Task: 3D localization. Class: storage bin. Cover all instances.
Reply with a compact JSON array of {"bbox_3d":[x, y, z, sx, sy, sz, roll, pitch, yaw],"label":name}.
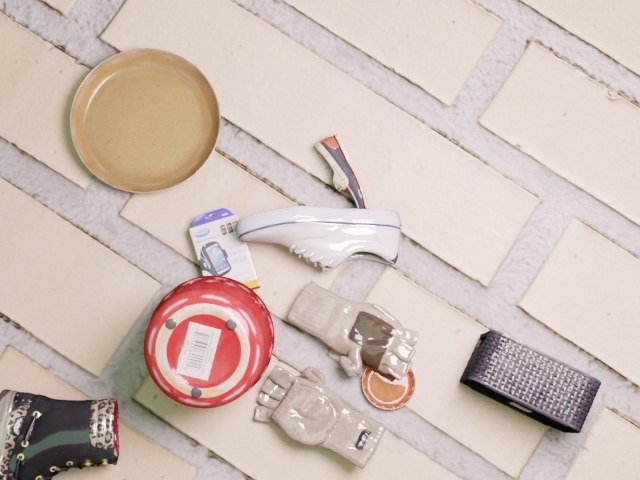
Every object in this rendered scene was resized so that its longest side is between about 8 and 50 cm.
[{"bbox_3d":[0.312,0.213,1.596,0.180,0.122,0.084,27,80,2],"label":"storage bin"}]

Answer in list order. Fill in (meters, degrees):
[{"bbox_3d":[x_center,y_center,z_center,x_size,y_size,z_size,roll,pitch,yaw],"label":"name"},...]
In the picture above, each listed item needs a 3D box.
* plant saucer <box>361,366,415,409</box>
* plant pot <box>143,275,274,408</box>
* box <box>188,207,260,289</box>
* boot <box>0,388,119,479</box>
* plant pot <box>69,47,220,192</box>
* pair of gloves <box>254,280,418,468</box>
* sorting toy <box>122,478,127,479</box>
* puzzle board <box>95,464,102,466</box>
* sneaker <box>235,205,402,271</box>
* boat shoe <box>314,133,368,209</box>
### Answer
[{"bbox_3d":[0.105,0.219,1.643,0.084,0.013,0.083,0,80,-3],"label":"plant saucer"},{"bbox_3d":[-0.161,0.151,1.551,0.191,0.174,0.191,0,93,-4],"label":"plant pot"},{"bbox_3d":[-0.151,0.020,1.660,0.081,0.028,0.136,-17,79,-5],"label":"box"},{"bbox_3d":[-0.389,0.338,1.559,0.179,0.085,0.236,1,81,-4],"label":"boot"},{"bbox_3d":[-0.276,-0.187,1.687,0.236,0.032,0.236,0,81,-3],"label":"plant pot"},{"bbox_3d":[0.025,0.201,1.622,0.204,0.042,0.240,21,80,10],"label":"pair of gloves"},{"bbox_3d":[-0.308,0.400,1.598,0.062,0.012,0.083,-2,81,-2],"label":"sorting toy"},{"bbox_3d":[-0.388,0.295,1.614,0.128,0.011,0.096,-2,82,-2],"label":"puzzle board"},{"bbox_3d":[0.000,0.000,1.632,0.258,0.094,0.091,-1,77,-5],"label":"sneaker"},{"bbox_3d":[0.036,-0.102,1.676,0.043,0.049,0.137,-24,80,-3],"label":"boat shoe"}]
